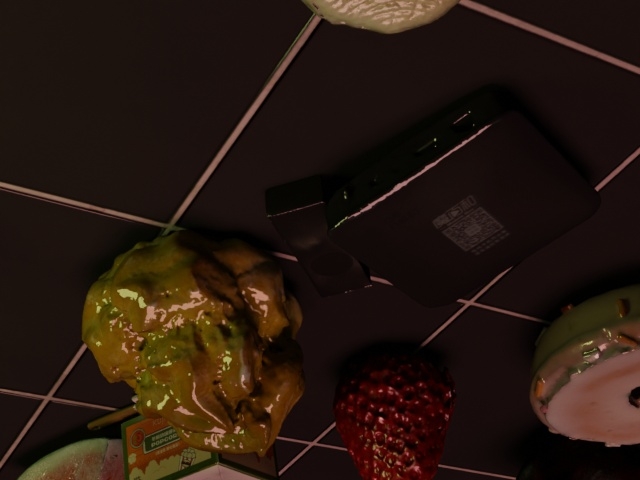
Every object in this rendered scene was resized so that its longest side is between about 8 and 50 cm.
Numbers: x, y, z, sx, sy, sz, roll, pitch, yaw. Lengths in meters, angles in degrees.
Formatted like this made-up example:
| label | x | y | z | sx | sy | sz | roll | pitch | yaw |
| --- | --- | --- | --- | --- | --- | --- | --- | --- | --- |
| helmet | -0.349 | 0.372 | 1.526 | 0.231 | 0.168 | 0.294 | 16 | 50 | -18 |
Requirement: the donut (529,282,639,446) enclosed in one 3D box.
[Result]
| label | x | y | z | sx | sy | sz | roll | pitch | yaw |
| --- | --- | --- | --- | --- | --- | --- | --- | --- | --- |
| donut | 0.513 | 0.192 | 1.809 | 0.383 | 0.142 | 0.382 | -5 | 144 | -3 |

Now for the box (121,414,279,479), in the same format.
| label | x | y | z | sx | sy | sz | roll | pitch | yaw |
| --- | --- | --- | --- | --- | --- | --- | --- | --- | --- |
| box | -0.202 | 0.355 | 1.912 | 0.195 | 0.148 | 0.177 | -25 | 145 | 25 |

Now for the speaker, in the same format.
| label | x | y | z | sx | sy | sz | roll | pitch | yaw |
| --- | --- | --- | --- | --- | --- | --- | --- | --- | --- |
| speaker | 0.000 | 0.000 | 1.555 | 0.082 | 0.044 | 0.218 | -15 | 143 | 11 |

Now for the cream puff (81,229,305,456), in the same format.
| label | x | y | z | sx | sy | sz | roll | pitch | yaw |
| --- | --- | --- | --- | --- | --- | --- | --- | --- | --- |
| cream puff | -0.170 | 0.161 | 1.578 | 0.291 | 0.257 | 0.324 | -16 | 143 | 6 |

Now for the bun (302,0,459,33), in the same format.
| label | x | y | z | sx | sy | sz | roll | pitch | yaw |
| --- | --- | --- | --- | --- | --- | --- | --- | --- | --- |
| bun | 0.060 | -0.295 | 1.106 | 0.195 | 0.118 | 0.195 | -8 | 141 | -7 |

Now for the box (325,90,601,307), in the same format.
| label | x | y | z | sx | sy | sz | roll | pitch | yaw |
| --- | --- | --- | --- | --- | --- | --- | --- | --- | --- |
| box | 0.187 | -0.042 | 1.482 | 0.290 | 0.073 | 0.289 | -34 | 137 | 21 |

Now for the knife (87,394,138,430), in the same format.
| label | x | y | z | sx | sy | sz | roll | pitch | yaw |
| --- | --- | --- | --- | --- | --- | --- | --- | --- | --- |
| knife | -0.292 | 0.271 | 1.896 | 0.256 | 0.022 | 0.046 | -25 | 136 | 23 |

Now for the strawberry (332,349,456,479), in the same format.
| label | x | y | z | sx | sy | sz | roll | pitch | yaw |
| --- | --- | --- | --- | --- | --- | --- | --- | --- | --- |
| strawberry | 0.125 | 0.312 | 1.828 | 0.205 | 0.244 | 0.205 | -6 | 145 | -4 |

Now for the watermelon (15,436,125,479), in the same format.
| label | x | y | z | sx | sy | sz | roll | pitch | yaw |
| --- | --- | --- | --- | --- | --- | --- | --- | --- | --- |
| watermelon | -0.382 | 0.458 | 1.987 | 0.262 | 0.201 | 0.213 | -35 | 143 | 28 |

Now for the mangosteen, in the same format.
| label | x | y | z | sx | sy | sz | roll | pitch | yaw |
| --- | --- | --- | --- | --- | --- | --- | --- | --- | --- |
| mangosteen | 0.489 | 0.524 | 2.084 | 0.306 | 0.359 | 0.306 | 19 | 138 | 18 |
